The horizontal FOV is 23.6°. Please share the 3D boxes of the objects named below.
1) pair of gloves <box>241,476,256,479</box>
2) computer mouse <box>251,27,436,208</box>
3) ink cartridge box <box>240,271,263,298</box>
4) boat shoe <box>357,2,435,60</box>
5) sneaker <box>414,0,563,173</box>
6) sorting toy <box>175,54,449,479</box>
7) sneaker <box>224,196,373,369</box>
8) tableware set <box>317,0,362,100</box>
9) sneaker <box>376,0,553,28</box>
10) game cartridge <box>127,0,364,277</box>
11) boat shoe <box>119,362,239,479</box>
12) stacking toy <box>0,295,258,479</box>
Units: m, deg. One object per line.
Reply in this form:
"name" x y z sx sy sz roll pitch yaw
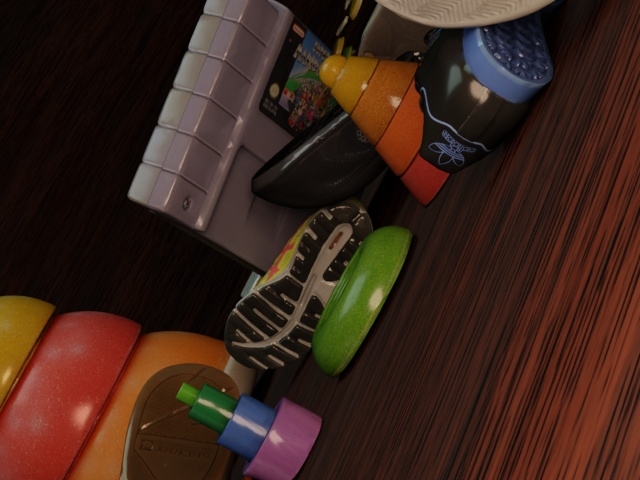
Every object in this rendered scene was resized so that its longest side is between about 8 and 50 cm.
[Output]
"pair of gloves" -0.067 0.226 1.313 0.074 0.010 0.083 -54 11 56
"computer mouse" 0.055 -0.104 1.377 0.272 0.072 0.188 -36 10 22
"ink cartridge box" -0.047 0.039 1.972 0.115 0.067 0.198 -62 5 -2
"boat shoe" 0.130 -0.277 1.458 0.324 0.123 0.116 -57 4 42
"sneaker" 0.104 -0.130 1.007 0.090 0.081 0.232 -51 10 31
"sorting toy" 0.000 0.000 1.162 0.365 0.126 0.127 -62 4 -12
"sneaker" -0.015 0.040 1.487 0.208 0.081 0.094 -49 8 18
"tableware set" 0.036 -0.208 1.448 0.104 0.024 0.154 132 155 -73
"sneaker" 0.145 -0.235 0.860 0.292 0.108 0.169 -24 31 50
"game cartridge" -0.043 -0.088 1.511 0.230 0.068 0.355 -65 -28 -4
"boat shoe" -0.142 0.272 1.277 0.123 0.123 0.342 89 -168 -54
"stacking toy" -0.342 0.180 1.788 0.351 0.480 0.350 -62 3 6
